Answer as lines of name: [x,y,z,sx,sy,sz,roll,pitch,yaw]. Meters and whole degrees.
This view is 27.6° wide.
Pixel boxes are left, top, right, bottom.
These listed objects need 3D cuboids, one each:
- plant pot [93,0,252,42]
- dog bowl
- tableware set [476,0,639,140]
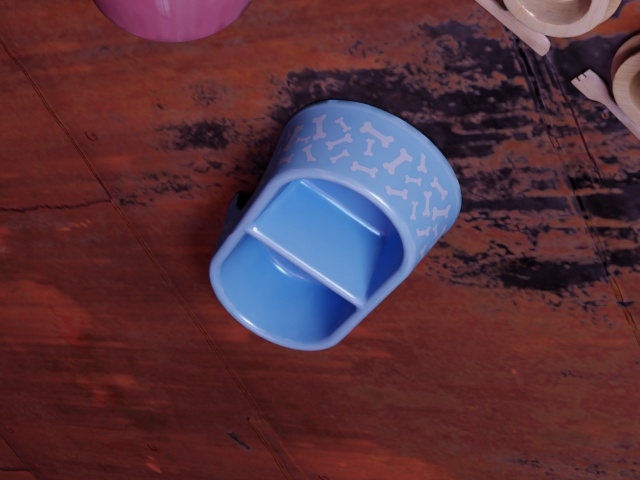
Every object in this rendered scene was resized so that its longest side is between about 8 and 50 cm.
plant pot: [-0.100,-0.231,0.853,0.201,0.201,0.180,25,159,8]
dog bowl: [0.000,0.000,1.133,0.166,0.074,0.297,34,143,-5]
tableware set: [0.196,-0.134,0.872,0.194,0.039,0.128,39,143,-11]
